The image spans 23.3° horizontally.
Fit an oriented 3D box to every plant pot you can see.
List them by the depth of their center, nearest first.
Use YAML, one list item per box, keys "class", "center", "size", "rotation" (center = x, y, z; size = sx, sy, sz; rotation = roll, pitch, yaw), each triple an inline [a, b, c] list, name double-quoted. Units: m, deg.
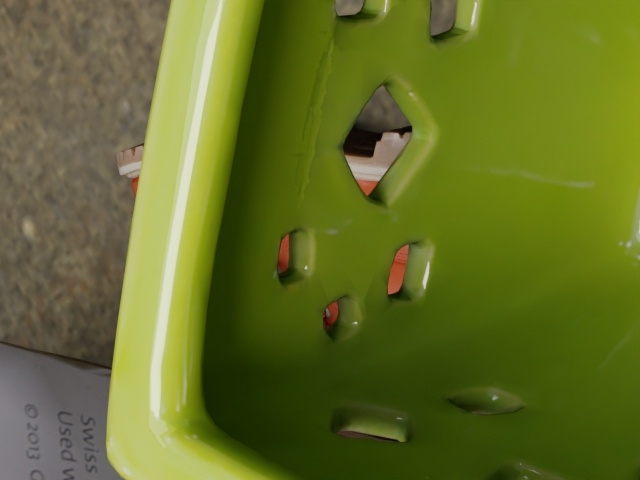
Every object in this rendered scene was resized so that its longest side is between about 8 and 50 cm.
- class: "plant pot"
  center: [0.117, -0.030, 0.341]
  size: [0.228, 0.207, 0.227]
  rotation: [20, 104, 28]

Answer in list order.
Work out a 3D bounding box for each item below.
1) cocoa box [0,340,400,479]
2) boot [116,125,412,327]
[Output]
- class: "cocoa box"
  center: [-0.060, 0.242, 0.413]
  size: [0.228, 0.231, 0.347]
  rotation: [-33, 53, 32]
- class: "boot"
  center: [0.000, 0.000, 0.512]
  size: [0.158, 0.059, 0.084]
  rotation: [7, 106, 30]
